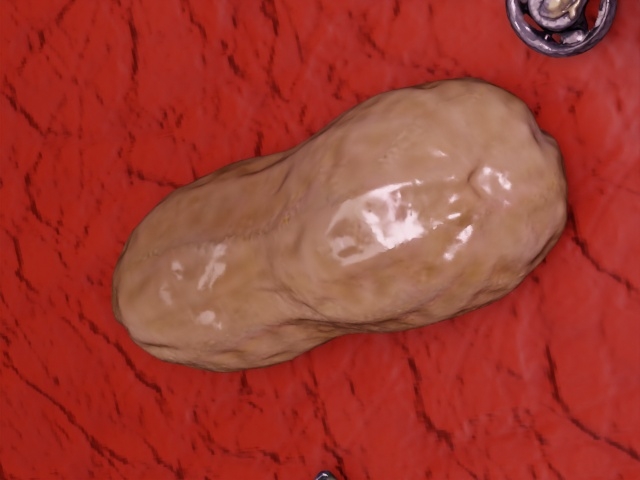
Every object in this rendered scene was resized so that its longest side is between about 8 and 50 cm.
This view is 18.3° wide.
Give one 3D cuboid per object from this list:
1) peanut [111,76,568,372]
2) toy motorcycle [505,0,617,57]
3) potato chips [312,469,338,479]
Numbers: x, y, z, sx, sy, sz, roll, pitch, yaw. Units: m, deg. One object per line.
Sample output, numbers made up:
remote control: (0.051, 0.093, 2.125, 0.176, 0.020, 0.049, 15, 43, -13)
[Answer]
peanut: (0.000, 0.000, 0.985, 0.256, 0.123, 0.124, -20, 91, 27)
toy motorcycle: (0.128, -0.184, 0.916, 0.124, 0.061, 0.193, 42, 110, 8)
potato chips: (0.028, 0.226, 1.070, 0.092, 0.028, 0.207, 10, 106, 24)
